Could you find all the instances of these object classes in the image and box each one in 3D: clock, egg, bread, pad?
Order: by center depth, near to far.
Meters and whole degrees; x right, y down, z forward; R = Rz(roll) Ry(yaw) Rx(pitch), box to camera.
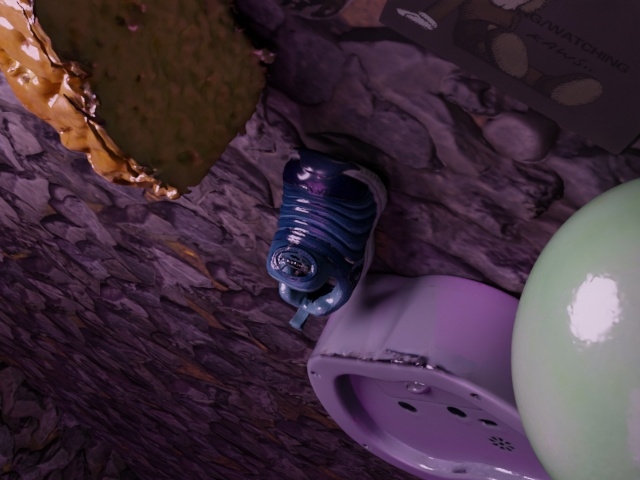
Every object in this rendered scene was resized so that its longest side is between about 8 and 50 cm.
[{"bbox_3d":[0.135,-0.130,0.565,0.190,0.004,0.127,29,153,1],"label":"pad"},{"bbox_3d":[0.235,0.080,0.581,0.220,0.220,0.269,15,143,28],"label":"egg"},{"bbox_3d":[-0.160,-0.160,0.652,0.147,0.160,0.260,19,155,38],"label":"bread"},{"bbox_3d":[0.149,0.171,0.951,0.338,0.102,0.338,23,153,13],"label":"clock"}]

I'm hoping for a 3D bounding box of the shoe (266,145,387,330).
[{"bbox_3d":[0.000,0.000,0.808,0.091,0.106,0.207,21,146,15],"label":"shoe"}]
